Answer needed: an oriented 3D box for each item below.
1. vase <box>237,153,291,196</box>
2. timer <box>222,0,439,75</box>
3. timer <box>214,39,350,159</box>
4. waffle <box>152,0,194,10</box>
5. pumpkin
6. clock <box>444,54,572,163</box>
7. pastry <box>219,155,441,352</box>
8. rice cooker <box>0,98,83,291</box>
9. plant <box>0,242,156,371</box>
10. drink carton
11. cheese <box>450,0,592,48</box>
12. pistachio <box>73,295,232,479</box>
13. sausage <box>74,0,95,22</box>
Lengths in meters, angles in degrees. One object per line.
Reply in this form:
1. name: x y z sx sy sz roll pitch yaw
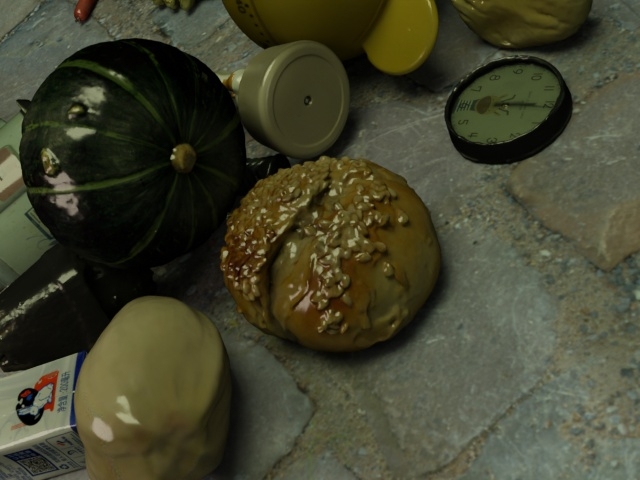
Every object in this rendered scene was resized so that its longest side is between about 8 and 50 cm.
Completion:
1. vase: -0.164 -0.100 1.651 0.238 0.115 0.115 5 57 26
2. timer: 0.032 -0.444 1.649 0.387 0.376 0.376 5 57 38
3. timer: -0.103 -0.230 1.653 0.266 0.175 0.175 16 63 47
4. waffle: -0.249 -0.562 2.104 0.250 0.056 0.261 -41 48 -7
5. pumpkin: -0.256 -0.119 1.461 0.241 0.323 0.323 -4 51 45
6. clock: 0.267 -0.192 1.520 0.185 0.040 0.184 -16 48 18
7. pastry: 0.000 0.000 1.412 0.316 0.184 0.284 26 69 41
8. rice cooker: -0.436 -0.073 1.669 0.317 0.264 0.316 -4 71 12
9. plant: -0.361 0.096 1.535 0.256 0.164 0.142 -29 27 -17
10. drink carton: -0.442 0.270 1.494 0.315 0.106 0.130 -18 46 16
11. cheese: 0.288 -0.390 1.555 0.226 0.214 0.117 6 53 41
12. pistachio: -0.216 0.194 1.373 0.226 0.208 0.331 -40 32 23
13. sausage: -0.472 -0.549 2.233 0.034 0.034 0.253 -3 54 27
